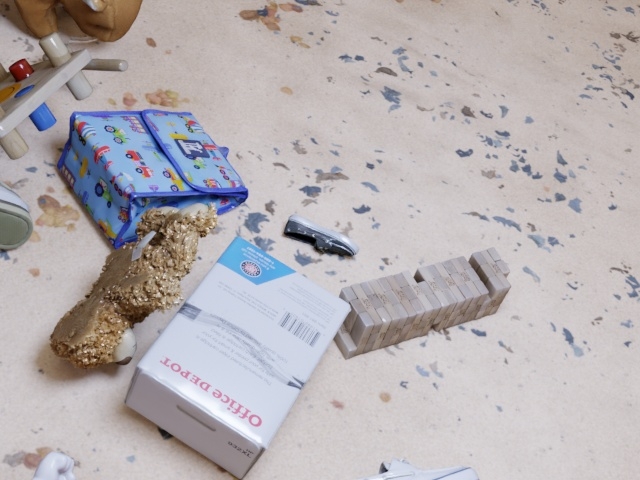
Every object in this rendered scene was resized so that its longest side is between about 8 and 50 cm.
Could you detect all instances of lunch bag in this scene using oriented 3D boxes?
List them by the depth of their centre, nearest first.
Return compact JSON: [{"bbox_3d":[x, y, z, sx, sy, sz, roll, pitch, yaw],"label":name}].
[{"bbox_3d":[-0.284,-0.128,1.807,0.293,0.138,0.221,-15,55,-41],"label":"lunch bag"}]

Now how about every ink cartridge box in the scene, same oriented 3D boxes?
[{"bbox_3d":[-0.126,0.177,1.564,0.223,0.129,0.307,32,49,2],"label":"ink cartridge box"}]

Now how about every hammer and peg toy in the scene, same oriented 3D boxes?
[{"bbox_3d":[-0.521,-0.273,1.757,0.266,0.127,0.361,-5,36,38],"label":"hammer and peg toy"}]

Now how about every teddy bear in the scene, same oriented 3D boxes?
[{"bbox_3d":[-0.278,0.070,1.576,0.113,0.245,0.338,51,43,-30],"label":"teddy bear"}]

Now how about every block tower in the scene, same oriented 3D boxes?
[{"bbox_3d":[0.178,0.105,1.748,0.336,0.097,0.091,-15,56,-25],"label":"block tower"}]

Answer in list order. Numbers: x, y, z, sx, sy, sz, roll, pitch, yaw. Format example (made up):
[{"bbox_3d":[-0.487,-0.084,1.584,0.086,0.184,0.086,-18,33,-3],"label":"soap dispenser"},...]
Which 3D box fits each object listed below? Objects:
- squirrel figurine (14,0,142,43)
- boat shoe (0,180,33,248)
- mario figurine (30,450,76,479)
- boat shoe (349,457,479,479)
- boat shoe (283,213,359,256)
[{"bbox_3d":[-0.502,-0.563,1.908,0.370,0.397,0.281,31,44,22],"label":"squirrel figurine"},{"bbox_3d":[-0.609,-0.080,1.608,0.302,0.113,0.103,31,18,-41],"label":"boat shoe"},{"bbox_3d":[-0.335,0.376,1.252,0.321,0.170,0.198,-4,89,-54],"label":"mario figurine"},{"bbox_3d":[0.116,0.369,1.508,0.258,0.095,0.084,-9,58,-24],"label":"boat shoe"},{"bbox_3d":[0.000,0.000,1.820,0.142,0.049,0.040,25,68,7],"label":"boat shoe"}]
